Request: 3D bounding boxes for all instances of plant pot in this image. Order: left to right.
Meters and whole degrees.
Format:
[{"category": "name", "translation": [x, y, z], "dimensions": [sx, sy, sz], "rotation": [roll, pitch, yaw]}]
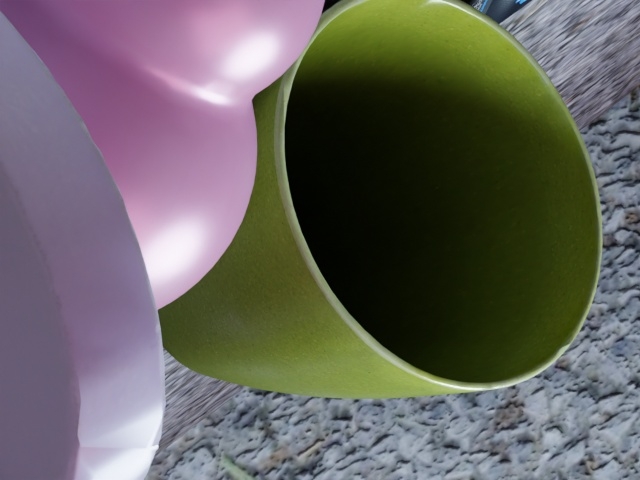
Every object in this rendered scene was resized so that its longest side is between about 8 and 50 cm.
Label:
[{"category": "plant pot", "translation": [0.000, 0.000, 1.239], "dimensions": [0.275, 0.275, 0.293], "rotation": [-33, -175, -39]}]

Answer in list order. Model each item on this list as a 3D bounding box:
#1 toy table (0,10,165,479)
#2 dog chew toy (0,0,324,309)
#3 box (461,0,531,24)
[{"category": "toy table", "translation": [-0.186, 0.007, 0.408], "dimensions": [0.161, 0.274, 0.252], "rotation": [-20, 115, -45]}, {"category": "dog chew toy", "translation": [-0.122, -0.033, 0.669], "dimensions": [0.332, 0.206, 0.206], "rotation": [-51, 168, 17]}, {"category": "box", "translation": [0.146, -0.225, 1.262], "dimensions": [0.175, 0.051, 0.220], "rotation": [-37, 171, -17]}]
